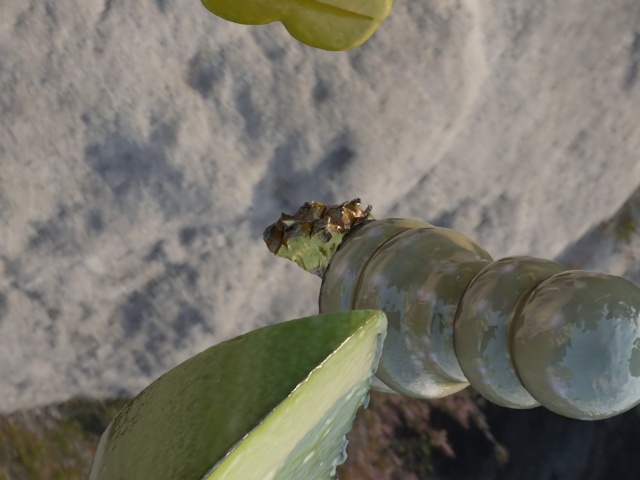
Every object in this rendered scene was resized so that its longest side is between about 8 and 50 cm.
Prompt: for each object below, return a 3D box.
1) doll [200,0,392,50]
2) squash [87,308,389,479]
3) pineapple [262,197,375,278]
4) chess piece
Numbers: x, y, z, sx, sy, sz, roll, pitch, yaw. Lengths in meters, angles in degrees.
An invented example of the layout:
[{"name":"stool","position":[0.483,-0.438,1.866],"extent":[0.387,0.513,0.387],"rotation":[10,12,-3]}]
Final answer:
[{"name":"doll","position":[-0.017,-0.233,0.781],"extent":[0.177,0.314,0.141],"rotation":[16,139,-19]},{"name":"squash","position":[-0.055,0.167,0.759],"extent":[0.204,0.155,0.237],"rotation":[-4,136,-20]},{"name":"pineapple","position":[0.000,0.000,1.779],"extent":[0.137,0.069,0.116],"rotation":[-4,133,0]},{"name":"chess piece","position":[0.126,0.063,1.046],"extent":[0.142,0.261,0.143],"rotation":[-6,100,-35]}]
